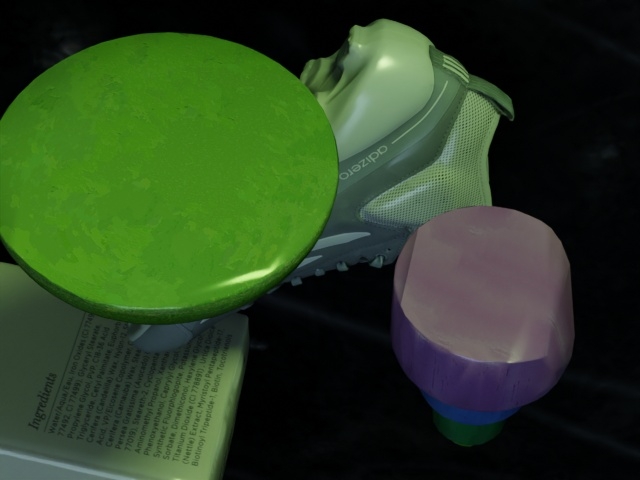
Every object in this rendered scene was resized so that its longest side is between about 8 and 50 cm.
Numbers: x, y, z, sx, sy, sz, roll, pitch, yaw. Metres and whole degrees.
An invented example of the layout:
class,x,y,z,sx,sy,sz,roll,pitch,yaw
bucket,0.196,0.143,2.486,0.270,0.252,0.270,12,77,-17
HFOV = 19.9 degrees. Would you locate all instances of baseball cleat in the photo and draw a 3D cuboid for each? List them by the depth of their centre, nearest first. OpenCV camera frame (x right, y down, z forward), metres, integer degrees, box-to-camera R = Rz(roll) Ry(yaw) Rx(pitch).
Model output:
class,x,y,z,sx,sy,sz,roll,pitch,yaw
baseball cleat,0.000,0.000,0.759,0.109,0.072,0.206,31,132,-16

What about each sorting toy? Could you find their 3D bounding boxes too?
class,x,y,z,sx,sy,sz,roll,pitch,yaw
sorting toy,-0.080,-0.002,0.706,0.365,0.127,0.126,21,146,14

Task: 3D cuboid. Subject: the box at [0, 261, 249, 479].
class,x,y,z,sx,sy,sz,roll,pitch,yaw
box,-0.178,0.073,0.840,0.275,0.113,0.094,13,135,2
